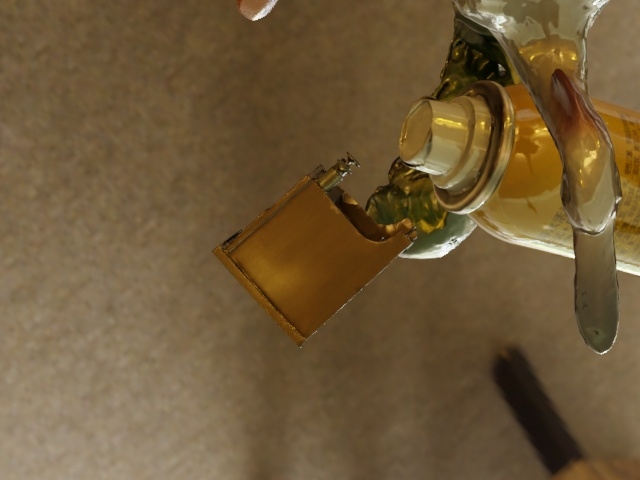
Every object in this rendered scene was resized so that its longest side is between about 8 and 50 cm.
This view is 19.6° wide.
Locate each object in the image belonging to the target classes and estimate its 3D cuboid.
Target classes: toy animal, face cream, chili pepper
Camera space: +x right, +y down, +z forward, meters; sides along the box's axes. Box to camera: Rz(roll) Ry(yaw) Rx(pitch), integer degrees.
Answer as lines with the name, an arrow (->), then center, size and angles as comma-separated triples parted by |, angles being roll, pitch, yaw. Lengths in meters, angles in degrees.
toy animal -> 0.096, -0.135, 0.842 | 0.090, 0.324, 0.195 | -15, 147, -2
face cream -> 0.208, -0.027, 1.188 | 0.348, 0.105, 0.105 | 14, 119, -25
chili pepper -> 0.126, -0.093, 1.570 | 0.116, 0.148, 0.265 | 3, 123, -47

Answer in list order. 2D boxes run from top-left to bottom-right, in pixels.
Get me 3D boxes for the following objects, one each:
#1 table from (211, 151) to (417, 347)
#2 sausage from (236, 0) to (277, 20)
table -> 0.000, 0.000, 1.010 | 0.082, 0.070, 0.083 | -42, 180, 9
sausage -> -0.023, -0.211, 1.341 | 0.035, 0.030, 0.147 | 25, 138, -13
